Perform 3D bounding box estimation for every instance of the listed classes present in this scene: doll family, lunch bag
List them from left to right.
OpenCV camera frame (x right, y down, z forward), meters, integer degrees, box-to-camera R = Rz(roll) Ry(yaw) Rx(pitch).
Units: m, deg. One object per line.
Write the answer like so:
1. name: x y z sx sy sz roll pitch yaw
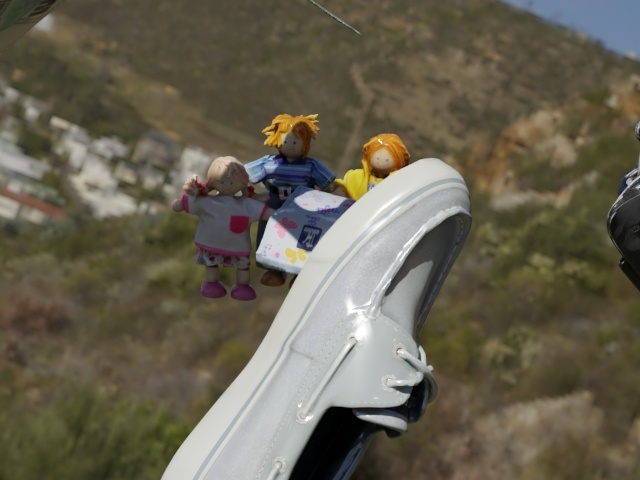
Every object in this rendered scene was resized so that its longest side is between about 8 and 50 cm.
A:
1. doll family: 0.000 -0.032 1.538 0.263 0.163 0.118 6 23 5
2. lunch bag: 0.000 0.000 1.213 0.071 0.053 0.083 16 35 18

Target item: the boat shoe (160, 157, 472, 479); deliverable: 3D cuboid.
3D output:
1. boat shoe: 0.014 0.070 0.791 0.081 0.227 0.079 36 1 32

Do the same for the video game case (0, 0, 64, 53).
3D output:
1. video game case: -0.322 -0.101 1.024 0.036 0.300 0.329 59 26 5

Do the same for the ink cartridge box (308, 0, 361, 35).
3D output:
1. ink cartridge box: -0.072 -0.261 1.102 0.255 0.097 0.189 41 8 33

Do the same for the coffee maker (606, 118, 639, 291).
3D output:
1. coffee maker: 0.337 -0.025 1.423 0.171 0.120 0.178 30 41 1
